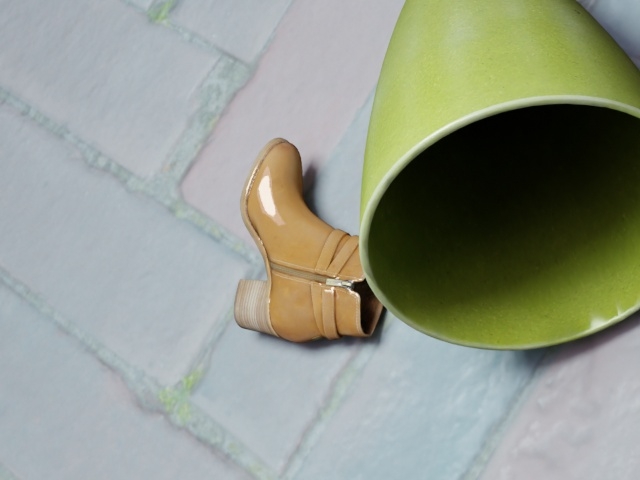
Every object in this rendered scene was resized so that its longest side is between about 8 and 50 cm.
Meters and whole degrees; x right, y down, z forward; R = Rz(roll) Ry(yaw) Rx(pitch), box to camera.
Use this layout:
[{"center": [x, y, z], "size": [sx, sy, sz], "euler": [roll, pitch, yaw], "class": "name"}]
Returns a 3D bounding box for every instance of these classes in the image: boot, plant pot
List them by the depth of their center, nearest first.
[{"center": [0.153, -0.107, 1.393], "size": [0.275, 0.275, 0.293], "euler": [-32, 40, 22], "class": "plant pot"}, {"center": [0.000, 0.000, 1.564], "size": [0.152, 0.073, 0.197], "euler": [2, 85, 38], "class": "boot"}]
